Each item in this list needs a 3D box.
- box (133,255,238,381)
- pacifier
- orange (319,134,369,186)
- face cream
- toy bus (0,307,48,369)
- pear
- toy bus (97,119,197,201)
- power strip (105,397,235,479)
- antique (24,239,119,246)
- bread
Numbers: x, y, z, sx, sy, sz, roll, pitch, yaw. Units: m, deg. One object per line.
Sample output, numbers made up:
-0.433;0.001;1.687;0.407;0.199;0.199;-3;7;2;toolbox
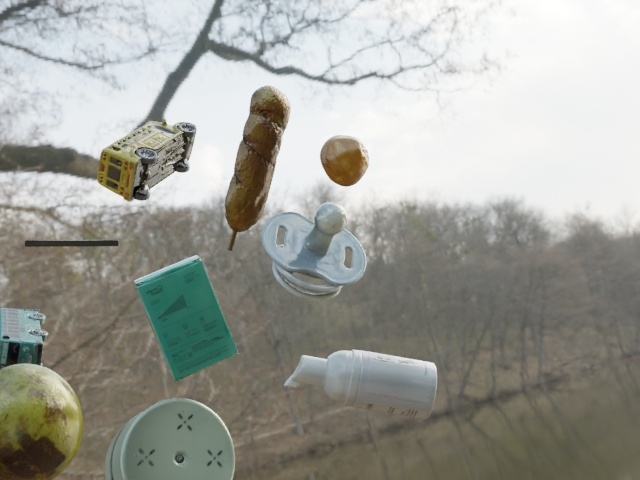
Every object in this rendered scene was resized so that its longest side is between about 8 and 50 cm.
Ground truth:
-0.389;0.220;2.268;0.205;0.311;0.118;-24;13;-17;box
0.000;0.000;2.060;0.299;0.244;0.233;16;-49;-12;pacifier
0.074;-0.238;2.305;0.136;0.159;0.159;-27;-15;17;orange
0.098;0.349;1.980;0.369;0.145;0.145;11;-16;-5;face cream
-0.852;0.289;2.207;0.147;0.128;0.256;7;14;-24;toy bus
-0.659;0.410;1.714;0.283;0.284;0.283;-14;-12;-3;pear
-0.479;-0.243;2.215;0.331;0.151;0.145;-51;-18;-57;toy bus
-0.410;0.617;2.199;0.357;0.358;0.161;-6;-19;-35;power strip
-0.530;0.005;1.683;0.192;0.015;0.031;0;2;-13;antique
-0.132;-0.142;1.594;0.084;0.344;0.124;16;8;10;bread
